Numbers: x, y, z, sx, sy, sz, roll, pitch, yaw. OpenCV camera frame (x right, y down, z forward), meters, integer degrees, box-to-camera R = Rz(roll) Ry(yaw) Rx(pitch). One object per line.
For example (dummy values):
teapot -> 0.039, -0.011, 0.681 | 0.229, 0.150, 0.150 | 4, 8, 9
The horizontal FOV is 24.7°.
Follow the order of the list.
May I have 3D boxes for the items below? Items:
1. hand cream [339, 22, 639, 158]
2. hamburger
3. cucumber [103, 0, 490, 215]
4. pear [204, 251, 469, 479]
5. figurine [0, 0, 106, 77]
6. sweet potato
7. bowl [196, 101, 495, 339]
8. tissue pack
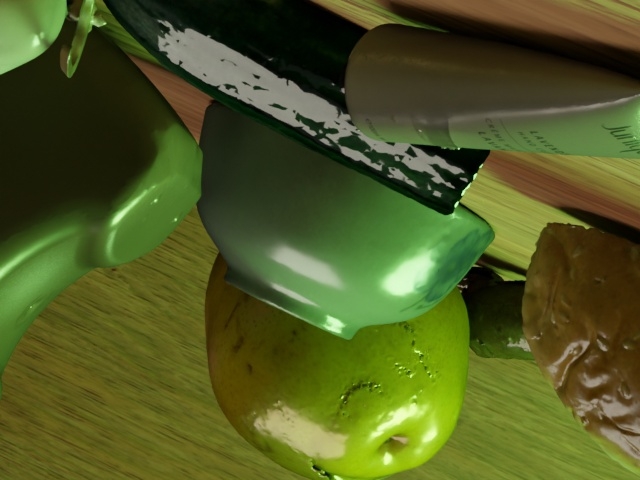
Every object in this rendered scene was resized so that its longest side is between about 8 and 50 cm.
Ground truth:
hand cream -> 0.084, -0.060, 0.629 | 0.186, 0.054, 0.087 | 13, 174, 40
hamburger -> 0.225, 0.077, 0.987 | 0.208, 0.155, 0.135 | 32, 172, -3
cucumber -> -0.016, -0.089, 0.784 | 0.244, 0.063, 0.115 | 27, 176, -10
pear -> 0.016, 0.097, 1.568 | 0.285, 0.285, 0.336 | 26, -140, -29
figurine -> -0.214, -0.148, 0.916 | 0.154, 0.132, 0.132 | 12, 178, -5
sweet potato -> 0.218, 0.088, 1.587 | 0.124, 0.098, 0.310 | 2, -171, -34
bowl -> 0.000, 0.000, 1.330 | 0.289, 0.146, 0.289 | 24, 177, 1
tissue pack -> -0.302, -0.021, 1.139 | 0.277, 0.387, 0.267 | 42, 178, 2
